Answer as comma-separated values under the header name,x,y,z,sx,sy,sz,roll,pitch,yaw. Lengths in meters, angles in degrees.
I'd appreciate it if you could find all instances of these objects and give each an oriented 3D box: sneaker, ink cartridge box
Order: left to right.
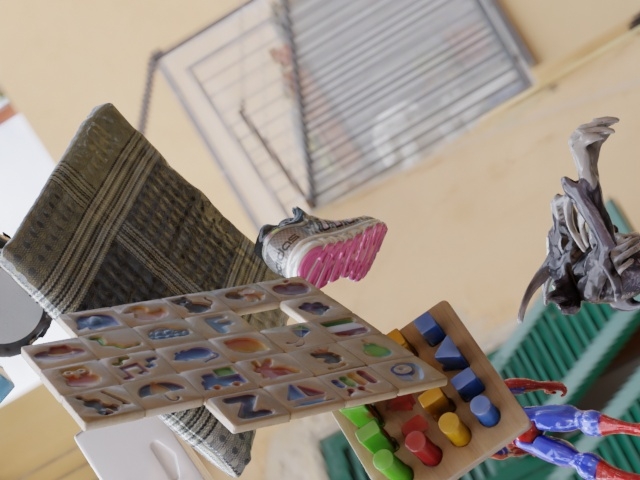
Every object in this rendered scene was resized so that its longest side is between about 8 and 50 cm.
name,x,y,z,sx,sy,sz,roll,pitch,yaw
ink cartridge box,-0.209,0.333,1.764,0.198,0.115,0.273,53,172,18
sneaker,0.000,0.000,1.174,0.075,0.063,0.170,29,-159,24

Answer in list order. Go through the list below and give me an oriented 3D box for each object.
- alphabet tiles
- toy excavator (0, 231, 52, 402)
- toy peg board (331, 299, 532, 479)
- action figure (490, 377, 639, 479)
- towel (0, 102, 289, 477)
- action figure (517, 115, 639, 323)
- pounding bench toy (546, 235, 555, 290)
name,x,y,z,sx,sy,sz,roll,pitch,yaw
alphabet tiles,-0.067,0.077,0.876,0.198,0.237,0.009,33,125,53
toy excavator,-0.466,0.176,1.384,0.433,0.445,0.222,46,171,-23
toy peg board,0.090,0.152,1.267,0.161,0.161,0.079,57,-175,31
action figure,0.242,0.192,1.324,0.139,0.280,0.091,4,-88,-48
towel,-0.160,0.040,1.300,0.312,0.056,0.324,44,-153,-16
action figure,0.253,-0.029,0.964,0.164,0.276,0.141,-12,-98,-53
pounding bench toy,0.372,0.034,1.919,0.052,0.065,0.083,-115,17,-62
